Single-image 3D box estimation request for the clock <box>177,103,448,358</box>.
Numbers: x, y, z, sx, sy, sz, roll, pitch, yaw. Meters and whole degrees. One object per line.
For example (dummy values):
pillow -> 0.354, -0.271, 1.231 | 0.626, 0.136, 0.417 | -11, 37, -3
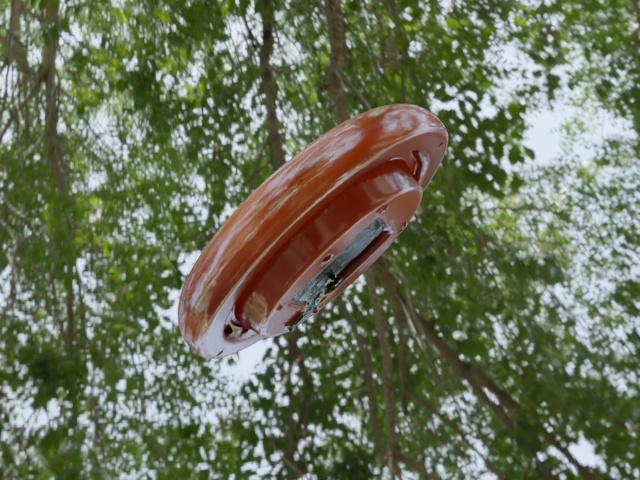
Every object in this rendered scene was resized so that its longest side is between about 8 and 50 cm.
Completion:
clock -> 0.000, 0.000, 0.511 | 0.205, 0.051, 0.205 | -41, -14, -13
